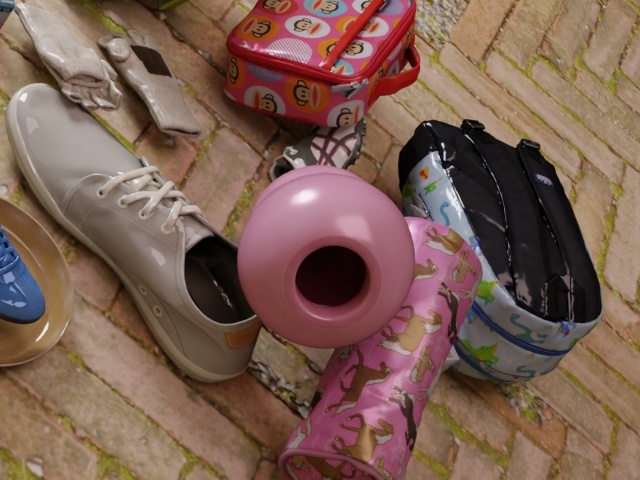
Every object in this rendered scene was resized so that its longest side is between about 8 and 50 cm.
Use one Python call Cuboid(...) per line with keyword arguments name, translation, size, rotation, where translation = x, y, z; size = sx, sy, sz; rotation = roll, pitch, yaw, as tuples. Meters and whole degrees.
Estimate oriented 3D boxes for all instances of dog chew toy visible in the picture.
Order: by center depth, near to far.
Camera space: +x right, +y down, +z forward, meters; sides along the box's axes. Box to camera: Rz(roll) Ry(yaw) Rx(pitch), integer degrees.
Cuboid(name="dog chew toy", translation=(0.000, 0.000, 1.728), size=(0.207, 0.206, 0.332), rotation=(35, 11, -14))

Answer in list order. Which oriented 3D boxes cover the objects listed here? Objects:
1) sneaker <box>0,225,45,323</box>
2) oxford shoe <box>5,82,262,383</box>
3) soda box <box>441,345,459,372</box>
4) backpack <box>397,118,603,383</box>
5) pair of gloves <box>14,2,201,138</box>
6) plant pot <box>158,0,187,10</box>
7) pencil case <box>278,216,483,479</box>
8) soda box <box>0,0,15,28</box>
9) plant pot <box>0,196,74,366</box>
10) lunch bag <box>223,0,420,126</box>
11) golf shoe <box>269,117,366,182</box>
Cuboid(name="sneaker", translation=(-0.377, 0.004, 1.580), size=(0.209, 0.082, 0.069), rotation=(47, 39, -2))
Cuboid(name="oxford shoe", translation=(-0.216, -0.029, 1.759), size=(0.449, 0.130, 0.169), rotation=(51, 42, 7))
Cuboid(name="soda box", translation=(0.110, 0.090, 1.982), size=(0.069, 0.074, 0.216), rotation=(0, 59, -41))
Cuboid(name="backpack", translation=(0.261, 0.031, 2.053), size=(0.290, 0.273, 0.355), rotation=(15, 28, -36))
Cuboid(name="pair of gloves", translation=(-0.277, -0.231, 1.888), size=(0.240, 0.042, 0.204), rotation=(14, 34, -44))
Cuboid(name="plant pot", translation=(-0.222, -0.462, 2.005), size=(0.207, 0.227, 0.228), rotation=(16, 65, -40))
Cuboid(name="pencil case", translation=(0.078, 0.156, 1.779), size=(0.167, 0.160, 0.386), rotation=(70, 35, -47))
Cuboid(name="soda box", translation=(-0.484, -0.311, 1.800), size=(0.183, 0.063, 0.058), rotation=(1, 58, -40))
Cuboid(name="plant pot", translation=(-0.394, 0.044, 1.619), size=(0.236, 0.032, 0.236), rotation=(22, 46, -25))
Cuboid(name="lunch bag", translation=(0.019, -0.278, 2.089), size=(0.258, 0.120, 0.293), rotation=(17, 39, 14))
Cuboid(name="golf shoe", translation=(-0.005, -0.119, 2.034), size=(0.120, 0.105, 0.272), rotation=(20, 46, -18))
